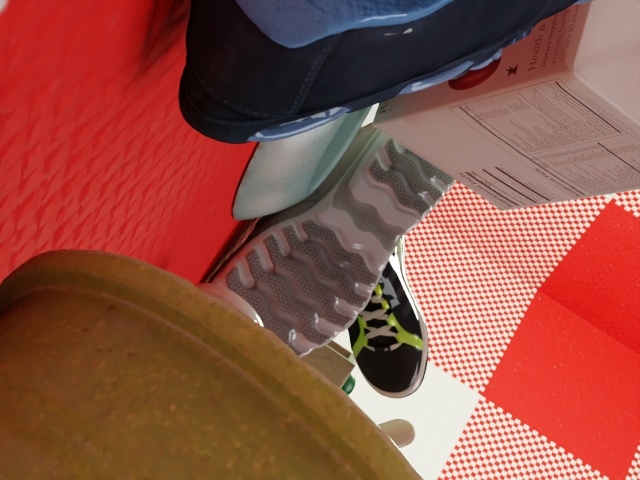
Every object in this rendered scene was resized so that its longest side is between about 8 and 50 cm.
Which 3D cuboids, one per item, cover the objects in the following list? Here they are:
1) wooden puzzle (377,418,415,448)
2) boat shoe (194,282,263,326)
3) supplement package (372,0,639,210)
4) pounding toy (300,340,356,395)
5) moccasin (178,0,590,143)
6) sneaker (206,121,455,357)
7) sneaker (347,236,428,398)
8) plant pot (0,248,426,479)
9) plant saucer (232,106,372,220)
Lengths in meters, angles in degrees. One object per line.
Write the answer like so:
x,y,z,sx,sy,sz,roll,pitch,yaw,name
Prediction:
-0.064,0.208,1.020,0.221,0.044,0.239,-7,168,-43,wooden puzzle
-0.128,0.149,0.657,0.277,0.098,0.096,-56,176,1,boat shoe
0.177,-0.147,0.803,0.203,0.149,0.194,-9,-123,55,supplement package
-0.020,0.151,1.188,0.100,0.141,0.130,-57,175,1,pounding toy
0.048,-0.142,0.523,0.342,0.137,0.117,-27,167,-46,moccasin
0.000,0.000,0.913,0.281,0.105,0.115,-42,-161,-19,sneaker
0.044,0.047,1.109,0.084,0.234,0.097,-14,175,25,sneaker
-0.108,0.184,0.345,0.254,0.276,0.276,-40,165,-36,plant pot
0.004,-0.088,0.808,0.195,0.037,0.195,-57,174,-9,plant saucer
